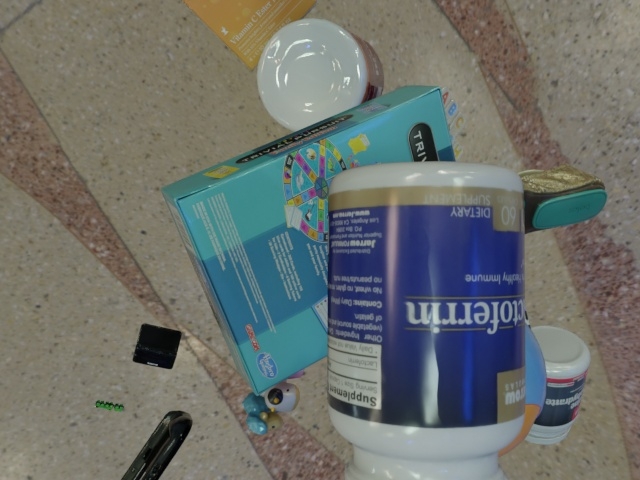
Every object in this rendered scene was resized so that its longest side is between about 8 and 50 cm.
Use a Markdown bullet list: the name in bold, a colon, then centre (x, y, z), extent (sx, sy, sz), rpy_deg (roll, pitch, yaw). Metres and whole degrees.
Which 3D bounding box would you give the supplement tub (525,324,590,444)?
- **supplement tub**: centre (0.589, 0.378, 1.658), extent (0.191, 0.191, 0.272), rpy_deg (4, 121, 12)

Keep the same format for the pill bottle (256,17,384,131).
- **pill bottle**: centre (0.022, -0.355, 1.396), extent (0.224, 0.392, 0.224), rpy_deg (3, 103, 12)

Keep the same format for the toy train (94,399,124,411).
- **toy train**: centre (-0.591, 0.463, 1.761), extent (0.024, 0.083, 0.017), rpy_deg (-54, 35, 24)

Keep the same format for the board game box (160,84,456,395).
- **board game box**: centre (0.017, -0.008, 0.760), extent (0.336, 0.079, 0.254), rpy_deg (-26, 114, -18)

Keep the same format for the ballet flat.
- **ballet flat**: centre (0.191, -0.038, 0.633), extent (0.206, 0.073, 0.067), rpy_deg (-8, 39, -25)

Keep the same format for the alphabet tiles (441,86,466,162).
- **alphabet tiles**: centre (0.326, -0.292, 1.838), extent (0.021, 0.284, 0.278), rpy_deg (25, 76, 46)

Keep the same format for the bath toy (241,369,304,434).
- **bath toy**: centre (-0.102, 0.313, 1.579), extent (0.151, 0.129, 0.348), rpy_deg (25, 112, 19)

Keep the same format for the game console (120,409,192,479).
- **game console**: centre (-0.275, 0.387, 0.815), extent (0.044, 0.213, 0.361), rpy_deg (38, 76, -19)

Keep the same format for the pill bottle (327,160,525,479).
- **pill bottle**: centre (0.081, 0.078, 0.494), extent (0.153, 0.153, 0.265), rpy_deg (0, 89, 11)

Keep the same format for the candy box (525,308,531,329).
- **candy box**: centre (0.367, 0.178, 1.377), extent (0.164, 0.070, 0.196), rpy_deg (-14, 84, 11)

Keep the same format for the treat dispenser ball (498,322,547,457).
- **treat dispenser ball**: centre (0.228, 0.226, 1.058), extent (0.288, 0.288, 0.288), rpy_deg (-2, 82, 11)

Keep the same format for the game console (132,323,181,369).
- **game console**: centre (-0.489, 0.319, 1.885), extent (0.122, 0.071, 0.107), rpy_deg (15, 128, -13)

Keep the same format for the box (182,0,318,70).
- **box**: centre (-0.197, -0.585, 1.395), extent (0.215, 0.168, 0.345), rpy_deg (-43, 107, 15)
